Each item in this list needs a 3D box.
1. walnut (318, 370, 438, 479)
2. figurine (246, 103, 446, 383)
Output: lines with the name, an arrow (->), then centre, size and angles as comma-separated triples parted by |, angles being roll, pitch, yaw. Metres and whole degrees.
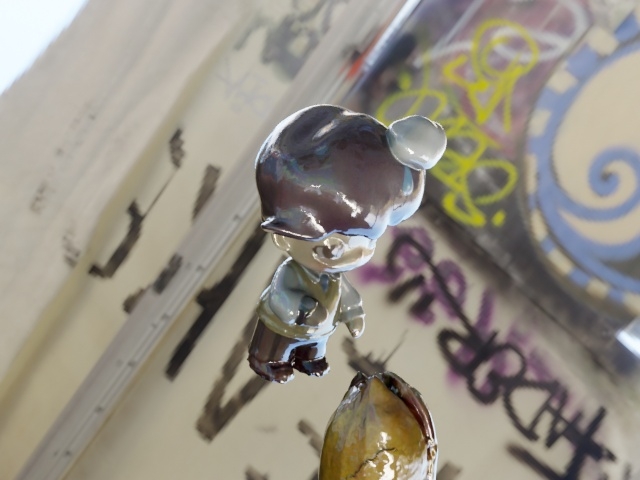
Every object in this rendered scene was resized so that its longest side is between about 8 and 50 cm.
walnut -> 0.063, 0.247, 1.315 | 0.137, 0.245, 0.137 | 3, -145, -2
figurine -> 0.007, 0.012, 1.481 | 0.218, 0.365, 0.206 | 1, -166, -28
